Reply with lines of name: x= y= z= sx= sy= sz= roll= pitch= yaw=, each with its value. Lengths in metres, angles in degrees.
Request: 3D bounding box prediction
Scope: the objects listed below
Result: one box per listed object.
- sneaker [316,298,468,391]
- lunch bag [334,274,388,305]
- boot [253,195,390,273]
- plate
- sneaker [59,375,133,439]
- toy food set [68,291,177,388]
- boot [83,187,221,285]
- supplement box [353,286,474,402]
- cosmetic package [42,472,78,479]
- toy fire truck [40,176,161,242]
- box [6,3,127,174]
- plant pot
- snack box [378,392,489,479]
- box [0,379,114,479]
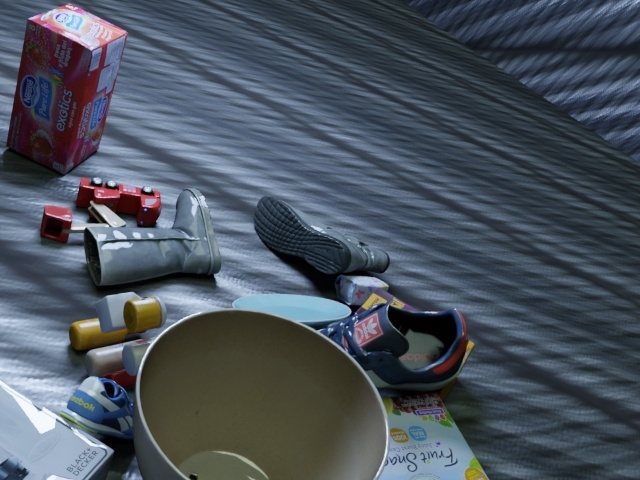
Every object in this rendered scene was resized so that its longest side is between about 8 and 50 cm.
sneaker: x=0.043 y=0.152 z=1.017 sx=0.350 sy=0.148 sz=0.131 roll=-9 pitch=56 yaw=-13
lunch bag: x=0.070 y=0.088 z=1.279 sx=0.071 sy=0.053 sz=0.083 roll=7 pitch=11 yaw=-23
boot: x=0.000 y=0.000 z=1.356 sx=0.246 sy=0.083 sz=0.161 roll=33 pitch=15 yaw=32
plate: x=-0.046 y=0.114 z=1.140 sx=0.188 sy=0.024 sz=0.188 roll=3 pitch=7 yaw=0
sneaker: x=-0.247 y=0.199 z=0.861 sx=0.053 sy=0.059 sz=0.144 roll=18 pitch=-14 yaw=19
toy food set: x=-0.230 y=0.127 z=0.932 sx=0.105 sy=0.232 sz=0.111 roll=-8 pitch=78 yaw=-39
boot: x=-0.280 y=-0.010 z=1.180 sx=0.209 sy=0.076 sz=0.189 roll=-4 pitch=51 yaw=-28
supplement box: x=0.140 y=0.171 z=1.177 sx=0.188 sy=0.080 sz=0.104 roll=31 pitch=34 yaw=12
cosmetic package: x=-0.214 y=0.321 z=0.596 sx=0.107 sy=0.238 sz=0.127 roll=18 pitch=33 yaw=-9
toy fire truck: x=-0.361 y=-0.047 z=1.210 sx=0.192 sy=0.047 sz=0.135 roll=9 pitch=36 yaw=-22
box: x=-0.448 y=-0.264 z=1.273 sx=0.123 sy=0.256 sz=0.128 roll=27 pitch=33 yaw=1
plant pot: x=-0.086 y=0.244 z=0.830 sx=0.284 sy=0.191 sz=0.284 roll=16 pitch=33 yaw=-11
snack box: x=0.105 y=0.300 z=0.981 sx=0.207 sy=0.070 sz=0.174 roll=2 pitch=39 yaw=-28
box: x=-0.391 y=0.226 z=0.762 sx=0.290 sy=0.087 sz=0.169 roll=29 pitch=33 yaw=7
